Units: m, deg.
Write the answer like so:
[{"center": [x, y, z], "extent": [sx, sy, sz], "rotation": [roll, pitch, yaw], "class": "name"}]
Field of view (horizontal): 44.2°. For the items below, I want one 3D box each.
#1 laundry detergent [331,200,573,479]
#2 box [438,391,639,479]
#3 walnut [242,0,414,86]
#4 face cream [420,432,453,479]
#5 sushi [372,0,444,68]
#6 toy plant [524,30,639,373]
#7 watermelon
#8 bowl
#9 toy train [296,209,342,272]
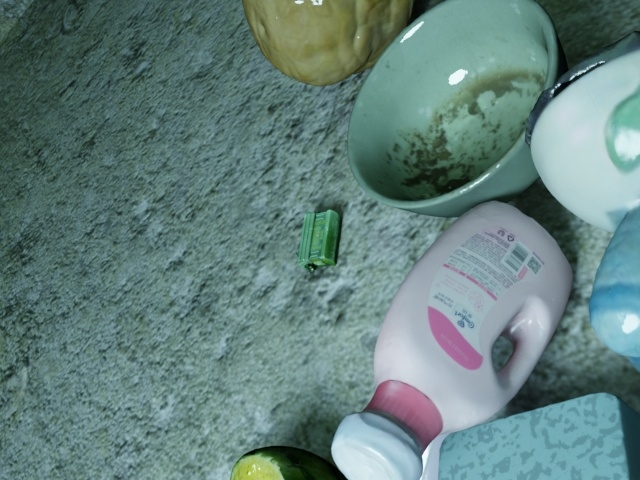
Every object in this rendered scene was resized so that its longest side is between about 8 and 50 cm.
[{"center": [0.130, 0.101, 0.761], "extent": [0.335, 0.159, 0.088], "rotation": [-47, 0, -37], "class": "laundry detergent"}, {"center": [0.215, 0.240, 0.714], "extent": [0.227, 0.130, 0.162], "rotation": [-27, 36, 34], "class": "box"}, {"center": [0.013, -0.385, 1.147], "extent": [0.252, 0.313, 0.277], "rotation": [-3, 41, 8], "class": "walnut"}, {"center": [0.103, 0.215, 0.884], "extent": [0.154, 0.096, 0.273], "rotation": [24, 99, 46], "class": "face cream"}, {"center": [0.164, -0.263, 1.116], "extent": [0.193, 0.040, 0.210], "rotation": [-41, 45, 21], "class": "sushi"}, {"center": [0.333, 0.004, 0.684], "extent": [0.247, 0.247, 0.332], "rotation": [-28, 57, 32], "class": "toy plant"}, {"center": [-0.010, 0.329, 0.881], "extent": [0.232, 0.127, 0.204], "rotation": [21, 116, 50], "class": "watermelon"}, {"center": [0.185, -0.142, 0.948], "extent": [0.289, 0.146, 0.289], "rotation": [-25, 51, 36], "class": "bowl"}, {"center": [0.000, 0.000, 1.135], "extent": [0.056, 0.038, 0.093], "rotation": [-9, 62, 35], "class": "toy train"}]
